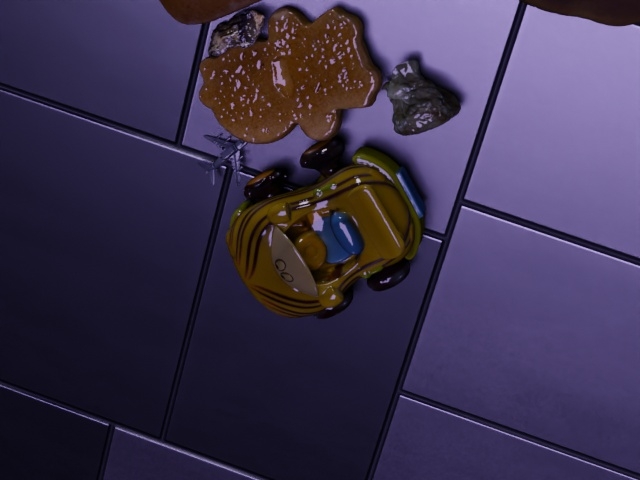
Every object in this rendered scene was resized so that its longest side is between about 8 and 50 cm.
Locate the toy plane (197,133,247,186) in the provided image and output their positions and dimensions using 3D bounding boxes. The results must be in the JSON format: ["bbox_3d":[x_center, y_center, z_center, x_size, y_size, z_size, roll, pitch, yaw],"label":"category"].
[{"bbox_3d":[-0.114,-0.106,1.905,0.084,0.024,0.078,-40,79,25],"label":"toy plane"}]

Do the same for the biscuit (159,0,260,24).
[{"bbox_3d":[-0.109,-0.399,1.767,0.262,0.052,0.277,-14,107,20],"label":"biscuit"}]

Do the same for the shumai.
[{"bbox_3d":[0.114,-0.170,1.794,0.083,0.082,0.080,-21,106,-3],"label":"shumai"}]

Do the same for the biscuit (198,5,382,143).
[{"bbox_3d":[-0.039,-0.190,1.841,0.225,0.036,0.166,-21,95,23],"label":"biscuit"}]

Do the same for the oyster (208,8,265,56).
[{"bbox_3d":[-0.100,-0.249,1.825,0.083,0.054,0.019,-16,147,25],"label":"oyster"}]

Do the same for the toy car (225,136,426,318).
[{"bbox_3d":[0.000,0.000,1.852,0.247,0.142,0.200,-28,102,21],"label":"toy car"}]

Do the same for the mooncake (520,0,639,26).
[{"bbox_3d":[0.286,-0.345,1.613,0.234,0.117,0.235,-8,118,-16],"label":"mooncake"}]
